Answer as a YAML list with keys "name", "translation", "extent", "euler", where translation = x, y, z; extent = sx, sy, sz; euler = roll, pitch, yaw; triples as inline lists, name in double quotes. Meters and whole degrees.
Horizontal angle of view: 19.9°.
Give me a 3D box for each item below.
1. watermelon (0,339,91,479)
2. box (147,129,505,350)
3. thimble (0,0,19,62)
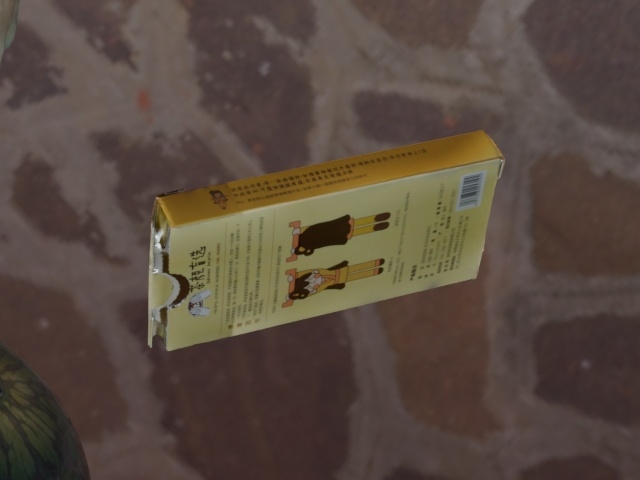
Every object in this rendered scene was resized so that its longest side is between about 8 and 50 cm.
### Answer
- name: "watermelon"
  translation: [-0.337, 0.206, 1.294]
  extent: [0.363, 0.363, 0.363]
  euler: [20, 132, 23]
- name: "box"
  translation: [0.000, 0.000, 0.734]
  extent: [0.073, 0.149, 0.020]
  euler: [98, 152, -45]
- name: "thimble"
  translation: [-0.166, -0.050, 0.500]
  extent: [0.148, 0.196, 0.229]
  euler: [15, 167, -17]
